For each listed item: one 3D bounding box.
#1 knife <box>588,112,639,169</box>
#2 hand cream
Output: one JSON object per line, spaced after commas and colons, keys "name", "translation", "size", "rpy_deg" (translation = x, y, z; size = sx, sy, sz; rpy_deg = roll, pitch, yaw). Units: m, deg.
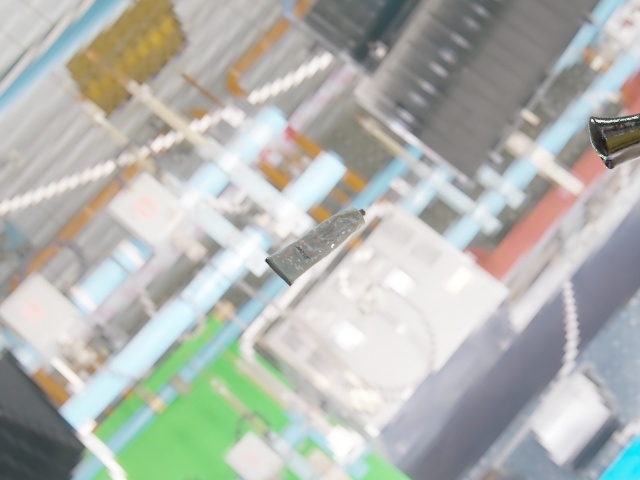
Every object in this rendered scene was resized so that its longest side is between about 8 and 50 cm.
{"name": "knife", "translation": [0.268, -0.101, 1.103], "size": [0.230, 0.060, 0.028], "rpy_deg": [-16, -23, -2]}
{"name": "hand cream", "translation": [0.000, 0.000, 1.454], "size": [0.093, 0.030, 0.019], "rpy_deg": [-35, -12, -27]}
